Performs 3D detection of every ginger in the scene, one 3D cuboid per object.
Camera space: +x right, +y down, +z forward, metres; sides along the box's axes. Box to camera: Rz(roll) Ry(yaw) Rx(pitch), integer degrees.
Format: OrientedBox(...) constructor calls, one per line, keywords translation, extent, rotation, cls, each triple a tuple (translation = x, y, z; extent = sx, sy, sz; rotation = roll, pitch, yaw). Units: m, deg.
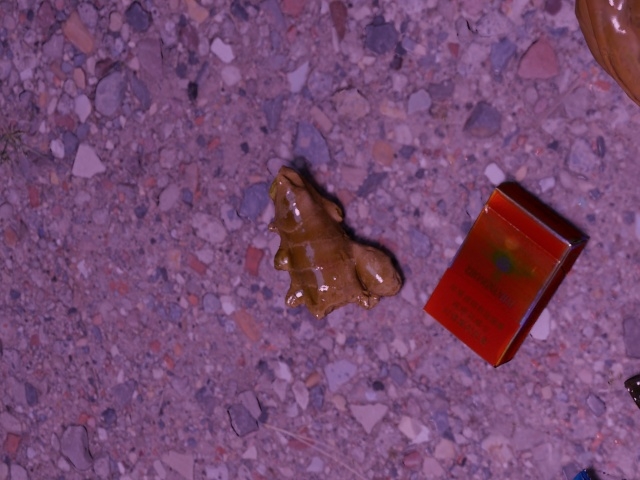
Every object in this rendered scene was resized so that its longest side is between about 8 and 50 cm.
OrientedBox(translation=(-0.005, 0.014, 1.708), extent=(0.205, 0.081, 0.115), rotation=(47, 117, 14), cls="ginger")

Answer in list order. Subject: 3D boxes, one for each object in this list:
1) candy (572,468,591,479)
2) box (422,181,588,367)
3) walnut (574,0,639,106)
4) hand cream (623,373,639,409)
OrientedBox(translation=(0.272, 0.321, 1.611), extent=(0.136, 0.038, 0.088), rotation=(-45, 70, 39), cls="candy")
OrientedBox(translation=(0.202, 0.038, 1.601), extent=(0.112, 0.048, 0.175), rotation=(41, 117, 22), cls="box")
OrientedBox(translation=(0.362, -0.251, 1.332), extent=(0.277, 0.252, 0.313), rotation=(5, 111, 31), cls="walnut")
OrientedBox(translation=(0.380, 0.211, 1.528), extent=(0.062, 0.039, 0.163), rotation=(-30, 76, 34), cls="hand cream")
